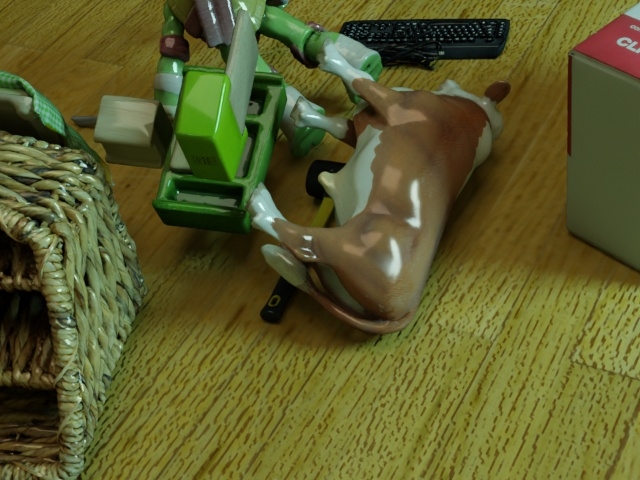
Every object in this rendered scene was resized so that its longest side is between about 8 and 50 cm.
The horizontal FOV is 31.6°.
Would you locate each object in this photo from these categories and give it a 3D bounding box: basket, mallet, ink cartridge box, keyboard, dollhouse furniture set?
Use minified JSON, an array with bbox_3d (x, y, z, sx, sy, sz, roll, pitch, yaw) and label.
[{"bbox_3d":[-0.320,0.049,0.902,0.299,0.213,0.223,0,42,13],"label":"basket"},{"bbox_3d":[0.000,0.000,1.022,0.062,0.039,0.190,6,49,16],"label":"mallet"},{"bbox_3d":[0.339,-0.124,0.953,0.273,0.197,0.114,-36,48,-24],"label":"ink cartridge box"},{"bbox_3d":[0.109,-0.227,1.242,0.192,0.038,0.100,1,43,15],"label":"keyboard"},{"bbox_3d":[-0.201,-0.127,0.989,0.301,0.197,0.151,7,67,10],"label":"dollhouse furniture set"}]

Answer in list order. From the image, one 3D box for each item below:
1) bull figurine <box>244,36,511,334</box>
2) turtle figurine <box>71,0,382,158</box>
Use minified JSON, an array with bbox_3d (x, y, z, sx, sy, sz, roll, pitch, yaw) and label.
[{"bbox_3d":[0.055,-0.065,0.993,0.188,0.101,0.310,25,53,-4],"label":"bull figurine"},{"bbox_3d":[-0.082,-0.192,1.200,0.266,0.275,0.198,38,36,18],"label":"turtle figurine"}]
